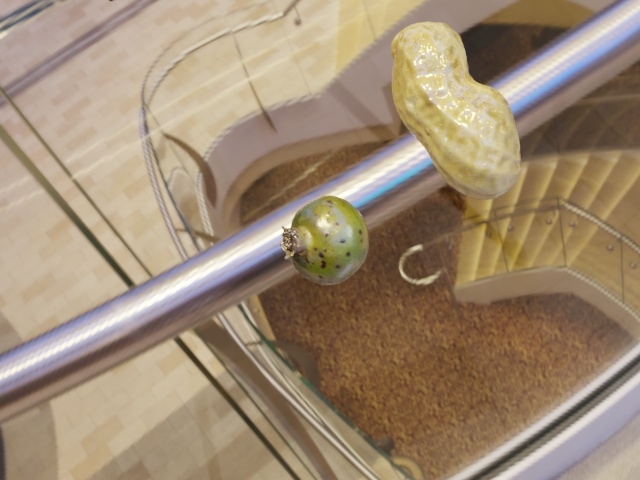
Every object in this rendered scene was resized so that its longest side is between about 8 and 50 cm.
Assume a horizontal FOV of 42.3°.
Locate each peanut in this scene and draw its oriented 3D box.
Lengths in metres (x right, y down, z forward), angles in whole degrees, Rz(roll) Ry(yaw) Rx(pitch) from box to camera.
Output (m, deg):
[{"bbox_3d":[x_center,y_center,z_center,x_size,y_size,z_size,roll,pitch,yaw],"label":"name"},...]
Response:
[{"bbox_3d":[0.200,-0.201,1.258,0.147,0.147,0.305,-32,73,-4],"label":"peanut"}]

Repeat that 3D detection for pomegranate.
[{"bbox_3d":[0.004,0.000,1.163,0.130,0.130,0.130,-11,51,14],"label":"pomegranate"}]
